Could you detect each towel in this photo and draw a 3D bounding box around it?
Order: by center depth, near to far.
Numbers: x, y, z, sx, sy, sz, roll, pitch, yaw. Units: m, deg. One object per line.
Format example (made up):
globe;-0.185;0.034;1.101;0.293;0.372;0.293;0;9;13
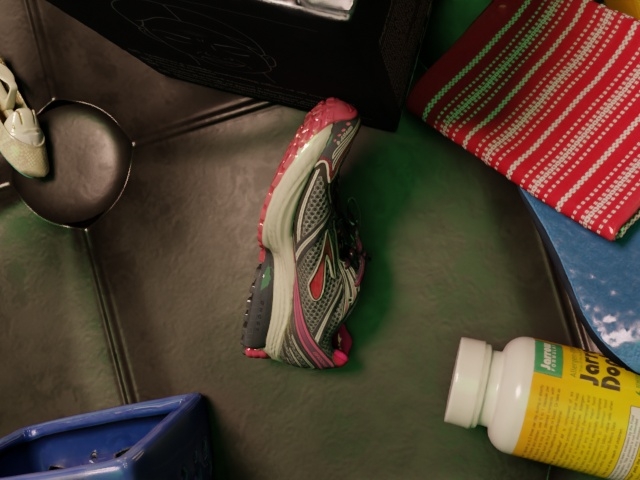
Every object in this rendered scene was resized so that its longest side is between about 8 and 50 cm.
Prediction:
towel;0.228;-0.141;0.708;0.199;0.031;0.275;-47;51;0

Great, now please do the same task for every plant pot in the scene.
plant pot;-0.234;0.299;0.758;0.236;0.236;0.211;-11;92;9

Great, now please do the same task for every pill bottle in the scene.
pill bottle;0.232;0.160;0.734;0.209;0.117;0.117;12;91;11

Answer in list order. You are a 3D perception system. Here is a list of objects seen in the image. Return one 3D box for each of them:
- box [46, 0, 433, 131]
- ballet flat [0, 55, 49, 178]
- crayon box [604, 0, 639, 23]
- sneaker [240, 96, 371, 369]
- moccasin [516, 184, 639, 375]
box;-0.059;-0.258;0.655;0.294;0.395;0.211;16;92;10
ballet flat;-0.361;-0.150;0.872;0.052;0.057;0.168;-38;82;36
crayon box;0.346;-0.325;0.681;0.203;0.083;0.323;-30;129;8
sneaker;0.000;0.000;0.751;0.112;0.120;0.299;14;125;5
moccasin;0.256;-0.027;0.729;0.138;0.117;0.341;-15;63;22
